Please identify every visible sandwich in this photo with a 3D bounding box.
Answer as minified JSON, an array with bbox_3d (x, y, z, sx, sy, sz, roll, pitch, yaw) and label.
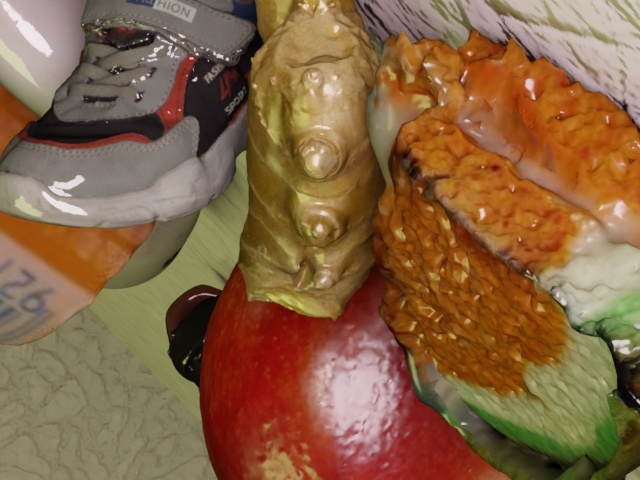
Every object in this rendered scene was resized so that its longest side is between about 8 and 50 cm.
[{"bbox_3d":[0.102,0.013,0.816,0.212,0.109,0.292,51,166,22],"label":"sandwich"}]

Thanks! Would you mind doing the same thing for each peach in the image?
[{"bbox_3d":[0.041,0.093,1.108,0.249,0.245,0.274,-6,121,40],"label":"peach"}]

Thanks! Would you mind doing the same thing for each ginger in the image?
[{"bbox_3d":[0.001,-0.041,0.887,0.115,0.081,0.205,33,134,51],"label":"ginger"}]

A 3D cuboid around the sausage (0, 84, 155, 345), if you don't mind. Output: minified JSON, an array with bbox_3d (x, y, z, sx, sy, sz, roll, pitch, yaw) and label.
[{"bbox_3d":[-0.258,-0.095,1.202,0.287,0.233,0.233,36,173,-24],"label":"sausage"}]

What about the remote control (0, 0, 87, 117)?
[{"bbox_3d":[-0.186,-0.184,1.057,0.332,0.103,0.221,48,-165,-7],"label":"remote control"}]

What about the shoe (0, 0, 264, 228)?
[{"bbox_3d":[-0.083,-0.091,0.926,0.099,0.227,0.125,12,122,27],"label":"shoe"}]

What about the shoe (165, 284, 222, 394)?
[{"bbox_3d":[-0.072,0.111,1.742,0.137,0.114,0.291,57,168,-23],"label":"shoe"}]

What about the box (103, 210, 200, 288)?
[{"bbox_3d":[-0.243,-0.110,1.498,0.349,0.141,0.289,46,169,0],"label":"box"}]
